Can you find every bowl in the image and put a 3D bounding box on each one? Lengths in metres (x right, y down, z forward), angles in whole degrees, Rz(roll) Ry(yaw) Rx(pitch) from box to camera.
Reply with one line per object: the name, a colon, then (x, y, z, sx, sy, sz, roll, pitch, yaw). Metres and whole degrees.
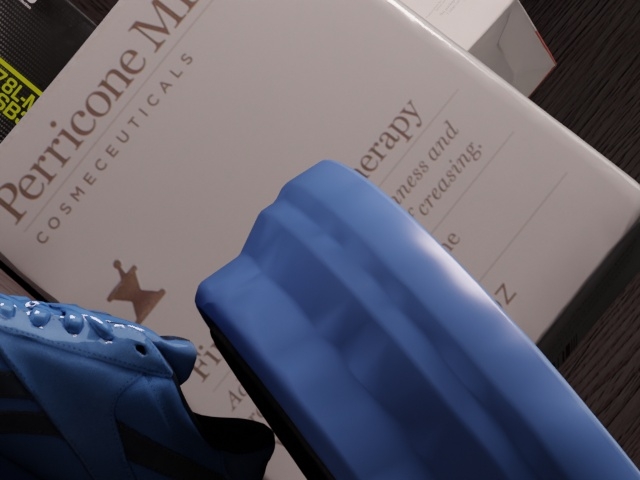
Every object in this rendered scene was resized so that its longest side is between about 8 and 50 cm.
bowl: (0.085, 0.150, 0.715, 0.391, 0.077, 0.391, 53, -5, 7)

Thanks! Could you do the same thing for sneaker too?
sneaker: (-0.101, 0.042, 0.646, 0.209, 0.082, 0.069, 39, 0, -32)

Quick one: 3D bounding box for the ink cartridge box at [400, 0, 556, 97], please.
ink cartridge box: (0.081, -0.189, 1.484, 0.198, 0.067, 0.115, 40, -2, 33)

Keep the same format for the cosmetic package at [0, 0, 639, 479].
cosmetic package: (0.000, 0.000, 1.453, 0.393, 0.329, 0.327, 39, -2, 12)

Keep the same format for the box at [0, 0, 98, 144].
box: (-0.261, -0.122, 1.494, 0.190, 0.184, 0.045, 42, -2, -26)
